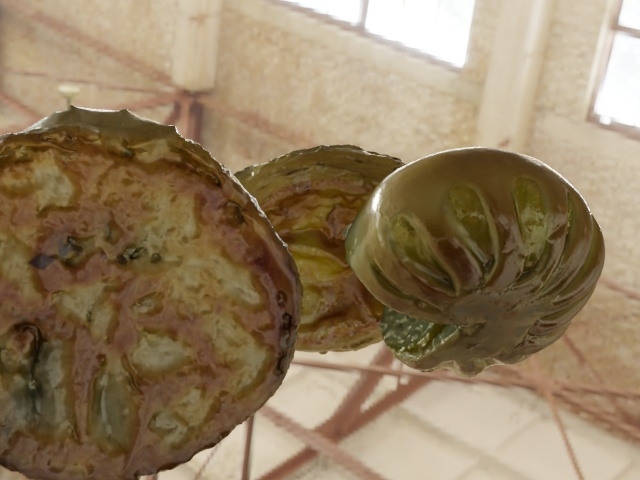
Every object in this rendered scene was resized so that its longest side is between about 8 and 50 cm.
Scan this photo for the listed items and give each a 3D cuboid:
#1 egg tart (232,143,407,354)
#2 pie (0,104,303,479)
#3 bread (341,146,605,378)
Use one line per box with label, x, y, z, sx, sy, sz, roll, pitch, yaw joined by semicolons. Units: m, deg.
egg tart;-0.001;0.000;1.691;0.341;0.341;0.132;4;-148;-8
pie;-0.170;0.053;1.022;0.315;0.315;0.092;-1;-169;-19
bread;0.186;0.040;1.515;0.333;0.333;0.160;6;-132;-5
